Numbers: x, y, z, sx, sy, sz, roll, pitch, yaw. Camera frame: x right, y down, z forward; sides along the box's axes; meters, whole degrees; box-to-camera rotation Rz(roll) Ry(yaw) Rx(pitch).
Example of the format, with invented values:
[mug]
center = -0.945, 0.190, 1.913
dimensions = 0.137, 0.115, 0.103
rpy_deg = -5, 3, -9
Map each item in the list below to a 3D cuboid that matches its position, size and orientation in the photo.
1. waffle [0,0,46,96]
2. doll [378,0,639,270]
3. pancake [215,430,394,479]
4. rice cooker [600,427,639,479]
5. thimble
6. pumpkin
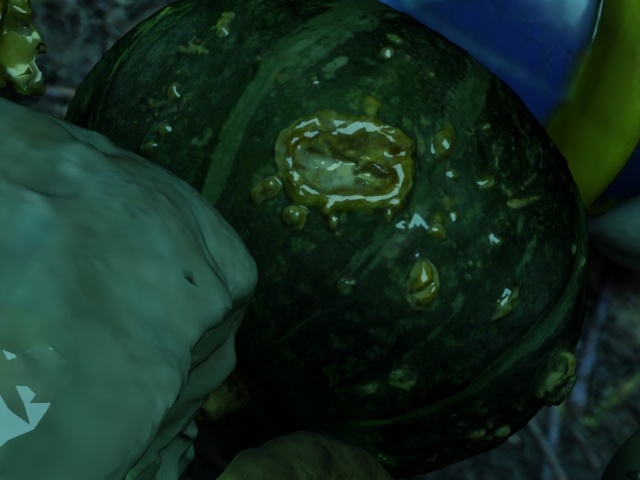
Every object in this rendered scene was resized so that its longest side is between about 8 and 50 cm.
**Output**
[waffle]
center = -0.111, -0.180, 0.791
dimensions = 0.293, 0.069, 0.260
rpy_deg = -27, 72, -31
[doll]
center = 0.137, -0.040, 0.728
dimensions = 0.242, 0.159, 0.311
rpy_deg = 26, 21, -32
[pancake]
center = -0.011, 0.151, 0.566
dimensions = 0.021, 0.199, 0.199
rpy_deg = 5, 48, 31
[rice cooker]
center = 0.189, 0.156, 0.595
dimensions = 0.226, 0.226, 0.244
rpy_deg = 15, 52, -9
[thimble]
center = -0.152, 0.081, 0.493
dimensions = 0.195, 0.291, 0.291
rpy_deg = 25, 55, -1
[pumpkin]
center = -0.001, -0.001, 0.645
dimensions = 0.190, 0.190, 0.146
rpy_deg = 22, 58, -5
